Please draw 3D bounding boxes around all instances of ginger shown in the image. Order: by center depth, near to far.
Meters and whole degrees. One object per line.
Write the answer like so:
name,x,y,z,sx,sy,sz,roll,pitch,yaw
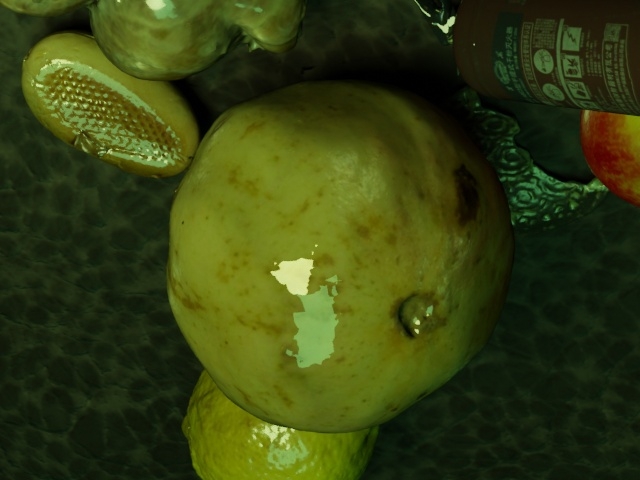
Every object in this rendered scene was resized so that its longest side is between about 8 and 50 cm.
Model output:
ginger,-0.189,-0.245,1.421,0.375,0.176,0.256,21,149,-12

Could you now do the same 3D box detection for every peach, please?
peach,0.329,-0.115,1.490,0.190,0.192,0.190,-7,108,-22

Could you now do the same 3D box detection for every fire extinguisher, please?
fire extinguisher,0.214,-0.174,1.394,0.337,0.114,0.135,11,131,43

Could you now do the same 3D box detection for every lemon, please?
lemon,-0.039,0.193,1.765,0.231,0.192,0.192,-10,129,19

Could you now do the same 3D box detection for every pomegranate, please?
pomegranate,0.000,0.000,1.525,0.343,0.342,0.342,4,132,5

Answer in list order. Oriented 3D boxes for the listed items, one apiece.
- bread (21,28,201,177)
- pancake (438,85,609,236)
bread,-0.197,-0.131,1.577,0.189,0.077,0.114,32,110,-23
pancake,0.180,-0.076,1.609,0.184,0.020,0.190,-9,131,16
